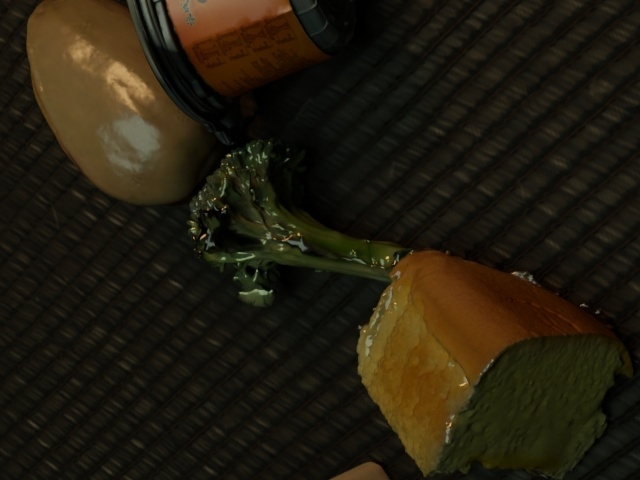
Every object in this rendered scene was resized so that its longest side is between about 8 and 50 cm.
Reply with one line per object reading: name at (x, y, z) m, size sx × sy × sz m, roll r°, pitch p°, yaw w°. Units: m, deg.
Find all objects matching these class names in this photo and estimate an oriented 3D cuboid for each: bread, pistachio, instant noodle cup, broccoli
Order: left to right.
pistachio at (-0.157, -0.109, 1.253) m, size 0.206 × 0.131 × 0.129 m, roll 45°, pitch 144°, yaw 21°
instant noodle cup at (-0.051, -0.184, 1.160) m, size 0.126 × 0.177 × 0.208 m, roll -14°, pitch 122°, yaw 21°
broccoli at (0.000, -0.001, 1.204) m, size 0.204 × 0.118 × 0.122 m, roll 20°, pitch 79°, yaw 12°
bread at (0.127, 0.092, 1.130) m, size 0.140 × 0.160 × 0.169 m, roll -66°, pitch 30°, yaw 20°

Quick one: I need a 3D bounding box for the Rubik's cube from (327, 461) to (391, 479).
Rubik's cube at (-0.040, 0.385, 1.172) m, size 0.290 × 0.291 × 0.291 m, roll -45°, pitch 75°, yaw 30°
